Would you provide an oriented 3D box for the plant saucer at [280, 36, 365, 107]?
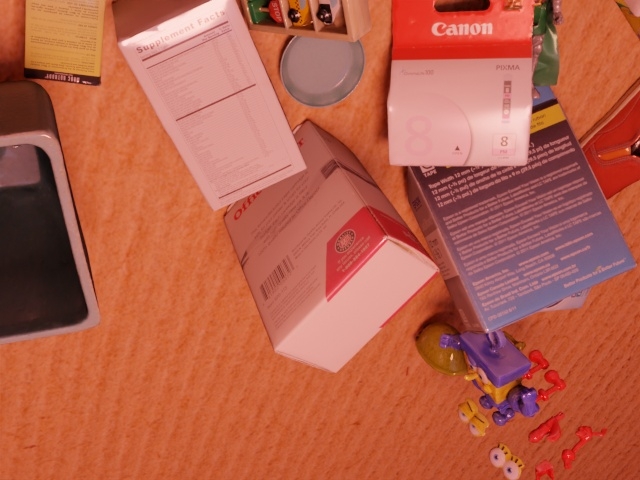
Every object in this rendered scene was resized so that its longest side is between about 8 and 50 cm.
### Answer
[{"bbox_3d":[0.001,-0.238,0.888,0.119,0.021,0.119,-10,129,-13],"label":"plant saucer"}]

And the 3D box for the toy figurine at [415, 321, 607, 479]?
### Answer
[{"bbox_3d":[0.298,0.189,1.104,0.191,0.362,0.217,-26,133,-8],"label":"toy figurine"}]

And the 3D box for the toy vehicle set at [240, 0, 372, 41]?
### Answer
[{"bbox_3d":[-0.042,-0.348,0.691,0.035,0.166,0.267,-42,134,-33],"label":"toy vehicle set"}]

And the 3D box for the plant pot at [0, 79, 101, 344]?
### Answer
[{"bbox_3d":[-0.394,-0.054,0.728,0.247,0.252,0.247,-9,129,-14],"label":"plant pot"}]

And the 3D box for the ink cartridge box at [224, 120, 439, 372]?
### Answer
[{"bbox_3d":[0.000,0.000,0.900,0.117,0.283,0.207,29,112,-39],"label":"ink cartridge box"}]

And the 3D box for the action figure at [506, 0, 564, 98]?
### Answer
[{"bbox_3d":[0.279,-0.303,0.888,0.137,0.063,0.232,-11,129,-9],"label":"action figure"}]

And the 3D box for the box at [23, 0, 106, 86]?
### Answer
[{"bbox_3d":[-0.276,-0.290,0.720,0.087,0.058,0.232,1,126,-22],"label":"box"}]

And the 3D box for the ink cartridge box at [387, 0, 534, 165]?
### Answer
[{"bbox_3d":[0.184,-0.214,0.876,0.189,0.066,0.232,2,120,12],"label":"ink cartridge box"}]

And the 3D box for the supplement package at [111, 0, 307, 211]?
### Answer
[{"bbox_3d":[-0.131,-0.185,0.804,0.139,0.134,0.244,-24,131,-1],"label":"supplement package"}]

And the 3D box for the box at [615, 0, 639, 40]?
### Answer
[{"bbox_3d":[0.504,-0.311,0.968,0.043,0.105,0.179,-44,127,14],"label":"box"}]

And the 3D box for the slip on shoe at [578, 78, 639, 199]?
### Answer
[{"bbox_3d":[0.500,-0.135,1.104,0.123,0.101,0.331,19,118,-33],"label":"slip on shoe"}]

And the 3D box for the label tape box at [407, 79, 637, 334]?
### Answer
[{"bbox_3d":[0.277,-0.065,1.009,0.249,0.348,0.115,-23,172,-5],"label":"label tape box"}]

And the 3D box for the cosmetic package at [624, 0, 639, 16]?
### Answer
[{"bbox_3d":[0.398,-0.453,0.664,0.156,0.217,0.385,-18,157,-7],"label":"cosmetic package"}]

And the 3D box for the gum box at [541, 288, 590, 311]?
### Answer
[{"bbox_3d":[0.448,0.067,1.276,0.184,0.041,0.157,-4,127,-19],"label":"gum box"}]
